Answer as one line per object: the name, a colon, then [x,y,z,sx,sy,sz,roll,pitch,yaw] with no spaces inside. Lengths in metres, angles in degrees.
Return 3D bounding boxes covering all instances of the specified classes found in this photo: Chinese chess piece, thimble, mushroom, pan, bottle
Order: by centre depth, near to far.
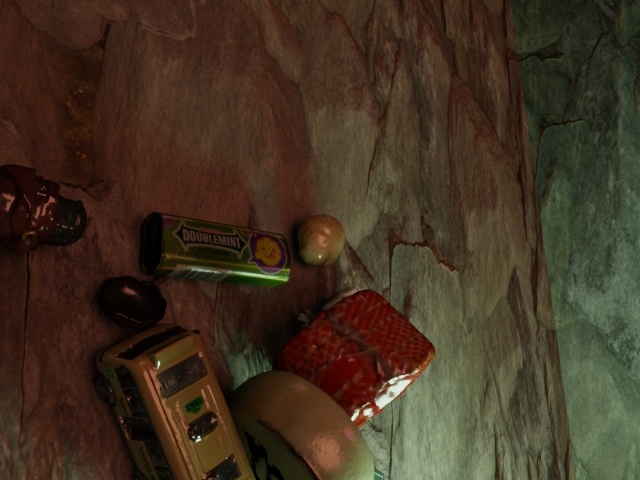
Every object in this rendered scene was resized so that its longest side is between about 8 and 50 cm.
bottle: [-0.537,-0.057,0.994,0.271,0.143,0.156,20,68,-42]
pan: [-0.352,0.125,1.181,0.128,0.048,0.202,47,28,23]
Chinese chess piece: [-0.059,0.436,1.192,0.146,0.349,0.349,-36,106,-39]
thimble: [0.075,0.285,1.342,0.350,0.350,0.230,-20,60,-45]
mushroom: [0.000,0.000,1.536,0.148,0.112,0.147,9,76,-42]

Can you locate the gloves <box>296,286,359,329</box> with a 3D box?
gloves: [0.029,0.189,1.524,0.229,0.119,0.097,-17,56,-44]

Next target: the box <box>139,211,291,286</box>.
box: [-0.226,0.025,1.309,0.346,0.097,0.134,11,62,-42]

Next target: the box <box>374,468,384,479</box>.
box: [0.119,0.649,1.558,0.126,0.031,0.091,37,56,-31]

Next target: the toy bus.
toy bus: [-0.274,0.345,1.120,0.177,0.202,0.365,-26,99,-44]
